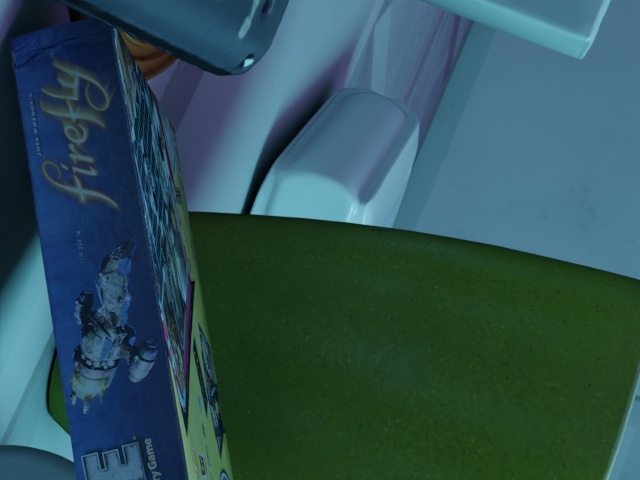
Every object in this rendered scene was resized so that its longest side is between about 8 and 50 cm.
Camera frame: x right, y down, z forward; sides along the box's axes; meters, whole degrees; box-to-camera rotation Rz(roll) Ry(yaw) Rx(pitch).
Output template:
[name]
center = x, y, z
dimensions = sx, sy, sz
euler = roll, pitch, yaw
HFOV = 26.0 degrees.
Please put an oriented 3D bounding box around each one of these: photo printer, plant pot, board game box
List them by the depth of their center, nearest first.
[board game box]
center = -0.074, 0.049, 0.581
dimensions = 0.165, 0.042, 0.243
euler = 79, 0, -79
[plant pot]
center = 0.003, 0.098, 0.807
dimensions = 0.275, 0.294, 0.274
euler = 22, 90, -84
[photo printer]
center = 0.000, 0.000, 1.304
dimensions = 0.307, 0.107, 0.256
euler = -57, 167, -64

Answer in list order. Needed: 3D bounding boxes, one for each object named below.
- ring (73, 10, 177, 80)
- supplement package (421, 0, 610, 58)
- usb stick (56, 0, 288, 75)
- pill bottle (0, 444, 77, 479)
[ring]
center = -0.028, -0.229, 0.646
dimensions = 0.336, 0.032, 0.336
euler = 21, 90, -84
[supplement package]
center = 0.071, -0.174, 0.703
dimensions = 0.105, 0.179, 0.105
euler = -9, 121, -83
[usb stick]
center = -0.066, -0.112, 0.482
dimensions = 0.278, 0.045, 0.077
euler = 9, 95, -75
[pill bottle]
center = -0.142, 0.182, 0.674
dimensions = 0.208, 0.118, 0.117
euler = 99, 14, -66
